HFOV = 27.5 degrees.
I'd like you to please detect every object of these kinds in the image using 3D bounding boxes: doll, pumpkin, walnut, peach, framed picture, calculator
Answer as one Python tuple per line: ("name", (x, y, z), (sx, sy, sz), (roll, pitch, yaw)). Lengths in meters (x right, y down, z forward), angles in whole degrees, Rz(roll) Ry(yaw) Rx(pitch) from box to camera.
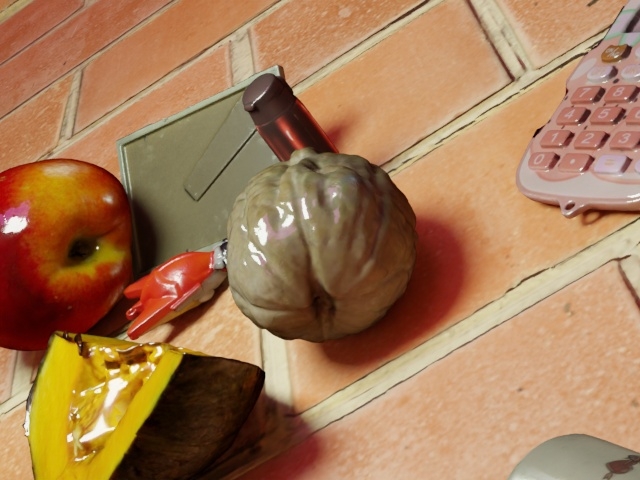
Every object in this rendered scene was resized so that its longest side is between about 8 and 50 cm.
("doll", (-0.137, 0.037, 1.396), (0.169, 0.057, 0.109), (-36, 25, 6))
("pumpkin", (-0.149, 0.176, 1.161), (0.312, 0.148, 0.169), (-4, 74, 61))
("walnut", (-0.001, -0.002, 1.187), (0.178, 0.178, 0.230), (-33, 23, 9))
("peach", (-0.324, 0.010, 1.496), (0.243, 0.199, 0.243), (-28, 42, 28))
("framed picture", (-0.128, -0.072, 1.484), (0.250, 0.016, 0.184), (-22, 70, 29))
("calculator", (0.305, -0.139, 1.159), (0.329, 0.048, 0.220), (-51, 31, -19))

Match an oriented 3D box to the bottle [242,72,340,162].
("bottle", (-0.019, -0.099, 1.347), (0.060, 0.164, 0.060), (-29, 28, 17))

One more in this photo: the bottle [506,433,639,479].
("bottle", (0.205, 0.184, 0.710), (0.110, 0.110, 0.233), (-47, 29, -18))

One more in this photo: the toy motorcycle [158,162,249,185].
("toy motorcycle", (-0.119, -0.088, 1.547), (0.122, 0.080, 0.215), (-47, 34, -17))
